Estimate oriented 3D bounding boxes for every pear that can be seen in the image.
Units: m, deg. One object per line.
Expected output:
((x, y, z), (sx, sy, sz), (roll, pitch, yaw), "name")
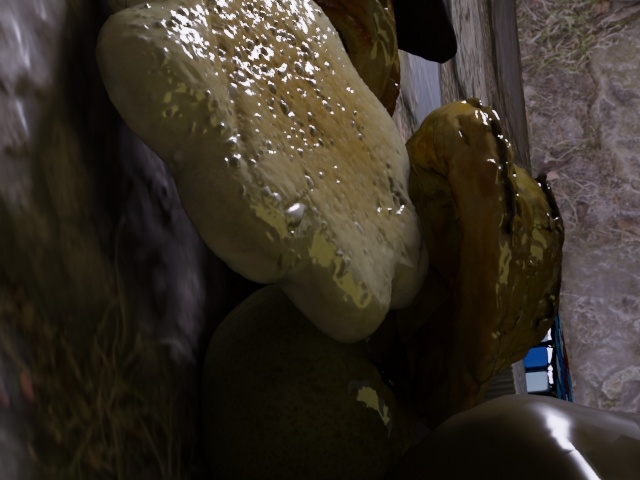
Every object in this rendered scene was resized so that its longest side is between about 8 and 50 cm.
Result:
((-0.006, 0.110, 1.086), (0.167, 0.137, 0.167), (-13, 90, -74), "pear")

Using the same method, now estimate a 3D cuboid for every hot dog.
((0.005, -0.142, 1.334), (0.259, 0.114, 0.175), (79, 4, -81), "hot dog")

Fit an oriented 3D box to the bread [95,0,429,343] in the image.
((-0.029, -0.083, 1.029), (0.316, 0.054, 0.316), (41, 31, -32), "bread")

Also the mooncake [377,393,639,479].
((0.166, 0.326, 0.925), (0.467, 0.262, 0.467), (-169, -90, -70), "mooncake")

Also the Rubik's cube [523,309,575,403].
((0.183, 0.170, 1.768), (0.187, 0.184, 0.182), (-86, 162, -47), "Rubik's cube")

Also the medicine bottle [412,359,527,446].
((0.068, 0.124, 1.281), (0.088, 0.188, 0.132), (1, 82, -77), "medicine bottle")

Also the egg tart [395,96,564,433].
((0.108, 0.017, 1.142), (0.241, 0.106, 0.241), (-176, -90, -74), "egg tart")

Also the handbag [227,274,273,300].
((0.000, 0.000, 1.236), (0.127, 0.063, 0.190), (-61, 167, 6), "handbag")

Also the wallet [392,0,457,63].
((0.030, -0.232, 1.390), (0.049, 0.182, 0.229), (-65, 162, -9), "wallet")
